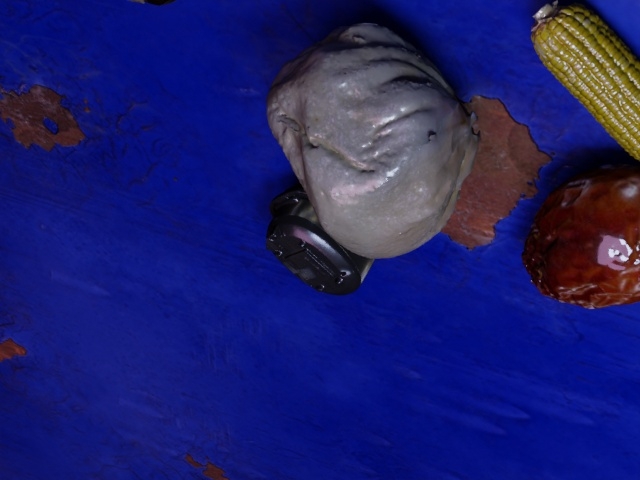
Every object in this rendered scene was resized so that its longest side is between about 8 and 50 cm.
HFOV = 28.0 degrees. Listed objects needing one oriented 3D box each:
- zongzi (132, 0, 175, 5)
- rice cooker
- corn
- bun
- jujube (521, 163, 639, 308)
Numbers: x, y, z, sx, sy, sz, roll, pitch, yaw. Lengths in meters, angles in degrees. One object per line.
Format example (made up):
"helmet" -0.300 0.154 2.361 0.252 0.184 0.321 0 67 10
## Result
"zongzi" -0.207 -0.434 1.447 0.288 0.134 0.286 51 143 0
"rice cooker" 0.000 0.000 1.743 0.165 0.106 0.112 38 144 -22
"corn" 0.316 -0.168 1.393 0.238 0.080 0.080 44 139 -15
"bun" 0.073 -0.122 1.488 0.204 0.281 0.281 -32 111 20
"jujube" 0.325 0.002 1.508 0.168 0.168 0.236 41 154 -8
